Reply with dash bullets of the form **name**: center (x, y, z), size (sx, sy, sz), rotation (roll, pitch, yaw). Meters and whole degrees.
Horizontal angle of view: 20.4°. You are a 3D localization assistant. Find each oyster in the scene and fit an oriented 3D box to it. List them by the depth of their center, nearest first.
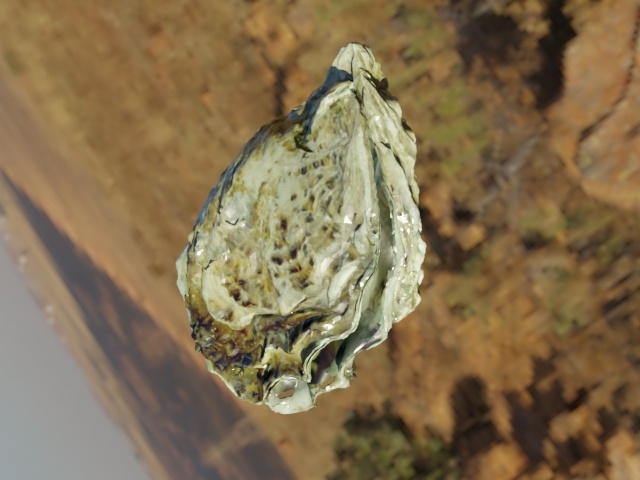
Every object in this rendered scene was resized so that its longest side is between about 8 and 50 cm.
- **oyster**: center (0.000, 0.000, 1.358), size (0.198, 0.267, 0.112), rotation (47, -160, 22)
